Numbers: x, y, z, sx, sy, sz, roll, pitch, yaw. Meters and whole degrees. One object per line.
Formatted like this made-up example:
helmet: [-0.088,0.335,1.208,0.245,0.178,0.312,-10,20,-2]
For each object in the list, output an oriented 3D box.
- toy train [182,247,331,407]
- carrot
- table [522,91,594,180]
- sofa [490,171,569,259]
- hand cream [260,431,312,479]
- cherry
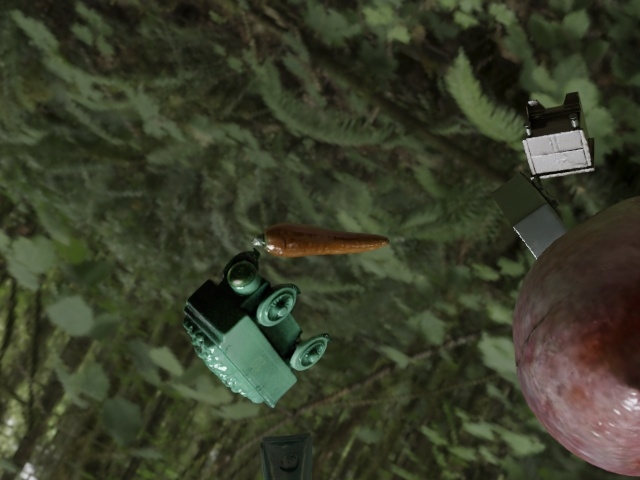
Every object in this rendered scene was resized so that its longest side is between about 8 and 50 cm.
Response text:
toy train: [-0.056,0.079,0.873,0.070,0.099,0.172,40,169,32]
carrot: [0.000,0.000,0.995,0.142,0.035,0.035,1,-174,-23]
table: [0.311,-0.138,1.332,0.083,0.070,0.082,-8,129,22]
sofa: [0.253,-0.022,1.164,0.085,0.060,0.147,53,-171,-14]
hand cream: [-0.046,0.379,1.531,0.083,0.048,0.224,-6,-142,-1]
cherry: [0.218,0.066,0.682,0.175,0.192,0.250,47,-158,7]
